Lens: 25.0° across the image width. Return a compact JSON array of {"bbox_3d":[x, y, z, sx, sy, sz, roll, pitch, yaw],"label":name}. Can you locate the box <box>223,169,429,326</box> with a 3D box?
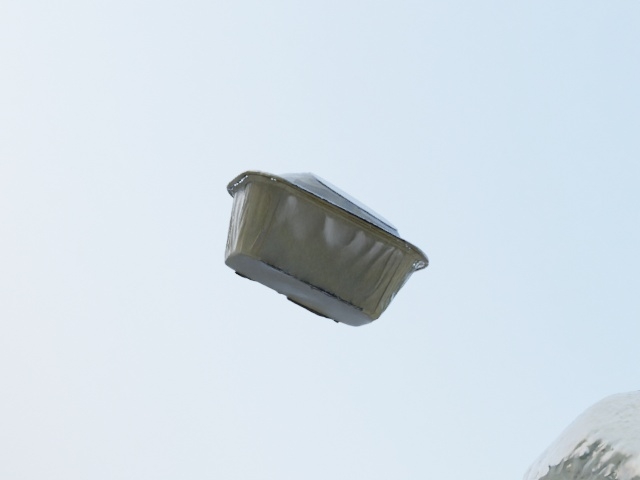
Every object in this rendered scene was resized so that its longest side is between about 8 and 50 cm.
[{"bbox_3d":[0.000,0.000,1.203,0.177,0.111,0.111,28,-20,-13],"label":"box"}]

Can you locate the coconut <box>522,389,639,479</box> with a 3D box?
[{"bbox_3d":[0.377,0.364,1.451,0.415,0.344,0.415,166,-90,-68],"label":"coconut"}]
